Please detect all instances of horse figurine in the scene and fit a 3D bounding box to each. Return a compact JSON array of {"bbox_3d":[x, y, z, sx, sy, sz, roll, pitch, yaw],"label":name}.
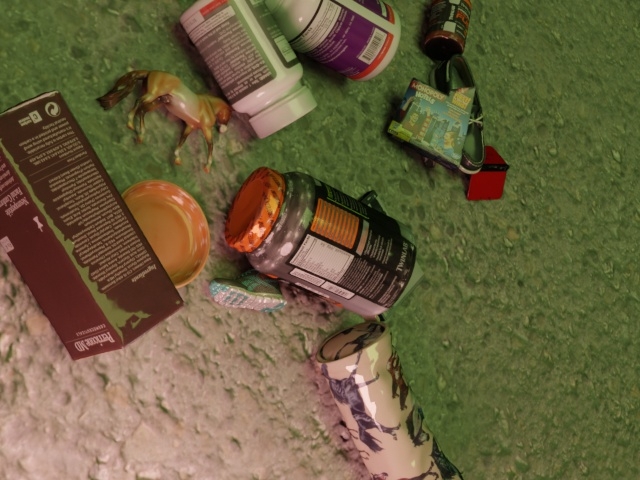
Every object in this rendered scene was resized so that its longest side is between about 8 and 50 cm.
[{"bbox_3d":[-0.273,-0.241,1.514,0.263,0.066,0.175,28,62,-32],"label":"horse figurine"}]

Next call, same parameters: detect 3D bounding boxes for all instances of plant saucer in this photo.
[{"bbox_3d":[-0.289,-0.009,1.455,0.199,0.037,0.200,12,71,-38],"label":"plant saucer"}]

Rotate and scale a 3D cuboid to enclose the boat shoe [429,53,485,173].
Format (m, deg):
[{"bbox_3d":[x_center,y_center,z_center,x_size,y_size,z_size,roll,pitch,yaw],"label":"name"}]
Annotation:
[{"bbox_3d":[0.350,-0.316,2.021,0.114,0.091,0.303,-9,75,-32],"label":"boat shoe"}]

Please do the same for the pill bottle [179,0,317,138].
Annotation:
[{"bbox_3d":[-0.136,-0.352,1.597,0.161,0.161,0.283,-40,104,-40],"label":"pill bottle"}]

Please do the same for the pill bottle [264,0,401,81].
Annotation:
[{"bbox_3d":[0.005,-0.477,1.740,0.322,0.181,0.182,20,66,-35],"label":"pill bottle"}]

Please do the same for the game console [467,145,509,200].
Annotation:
[{"bbox_3d":[0.412,-0.177,2.113,0.144,0.085,0.124,-4,49,-41],"label":"game console"}]

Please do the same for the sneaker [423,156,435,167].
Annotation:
[{"bbox_3d":[0.269,-0.218,1.990,0.035,0.031,0.083,-9,84,-42],"label":"sneaker"}]

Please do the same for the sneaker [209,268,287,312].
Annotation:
[{"bbox_3d":[-0.141,0.087,1.549,0.166,0.065,0.076,17,51,-40],"label":"sneaker"}]

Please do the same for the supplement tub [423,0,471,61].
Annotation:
[{"bbox_3d":[0.328,-0.564,2.089,0.106,0.106,0.198,29,61,-31],"label":"supplement tub"}]

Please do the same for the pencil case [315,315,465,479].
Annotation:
[{"bbox_3d":[0.141,0.357,1.637,0.183,0.159,0.411,-34,101,-50],"label":"pencil case"}]

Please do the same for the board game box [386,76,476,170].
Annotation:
[{"bbox_3d":[0.278,-0.296,1.938,0.194,0.060,0.194,27,85,-7],"label":"board game box"}]

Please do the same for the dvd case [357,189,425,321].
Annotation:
[{"bbox_3d":[0.123,0.032,1.799,0.179,0.029,0.239,-42,106,-39],"label":"dvd case"}]

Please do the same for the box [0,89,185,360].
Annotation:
[{"bbox_3d":[-0.395,-0.013,1.267,0.143,0.191,0.381,-39,102,-40],"label":"box"}]

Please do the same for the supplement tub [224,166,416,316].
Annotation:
[{"bbox_3d":[0.000,0.000,1.574,0.338,0.207,0.207,26,62,-26],"label":"supplement tub"}]
